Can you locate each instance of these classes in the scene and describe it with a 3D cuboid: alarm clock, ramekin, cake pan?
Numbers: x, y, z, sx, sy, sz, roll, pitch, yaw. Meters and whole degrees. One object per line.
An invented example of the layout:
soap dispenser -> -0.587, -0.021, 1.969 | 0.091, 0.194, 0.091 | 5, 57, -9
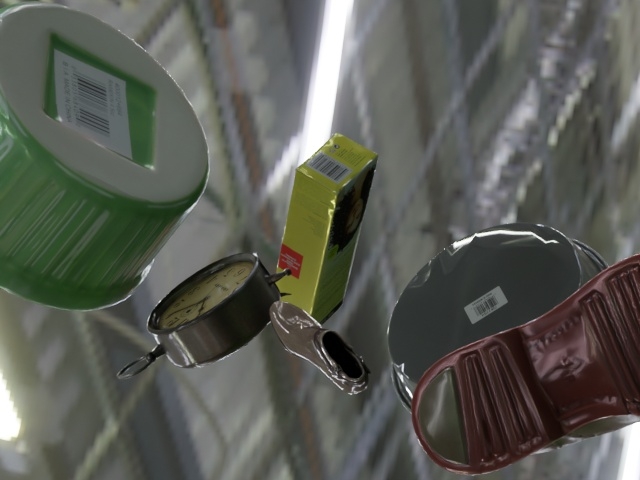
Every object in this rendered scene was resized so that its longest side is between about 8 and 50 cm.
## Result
alarm clock -> -0.118, 0.083, 1.798 | 0.192, 0.129, 0.064 | -33, -72, -12
ramekin -> -0.256, -0.094, 1.826 | 0.148, 0.303, 0.303 | -44, -3, 32
cake pan -> 0.202, 0.090, 2.149 | 0.054, 0.293, 0.293 | 53, -132, -36

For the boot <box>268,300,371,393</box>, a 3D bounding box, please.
boot -> 0.001, 0.095, 1.709 | 0.042, 0.118, 0.087 | -46, -3, -13

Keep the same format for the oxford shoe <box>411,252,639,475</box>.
oxford shoe -> 0.238, 0.077, 1.364 | 0.130, 0.348, 0.123 | -4, -103, -60

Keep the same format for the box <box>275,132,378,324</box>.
box -> 0.000, 0.000, 1.978 | 0.087, 0.058, 0.232 | -45, -23, -40
